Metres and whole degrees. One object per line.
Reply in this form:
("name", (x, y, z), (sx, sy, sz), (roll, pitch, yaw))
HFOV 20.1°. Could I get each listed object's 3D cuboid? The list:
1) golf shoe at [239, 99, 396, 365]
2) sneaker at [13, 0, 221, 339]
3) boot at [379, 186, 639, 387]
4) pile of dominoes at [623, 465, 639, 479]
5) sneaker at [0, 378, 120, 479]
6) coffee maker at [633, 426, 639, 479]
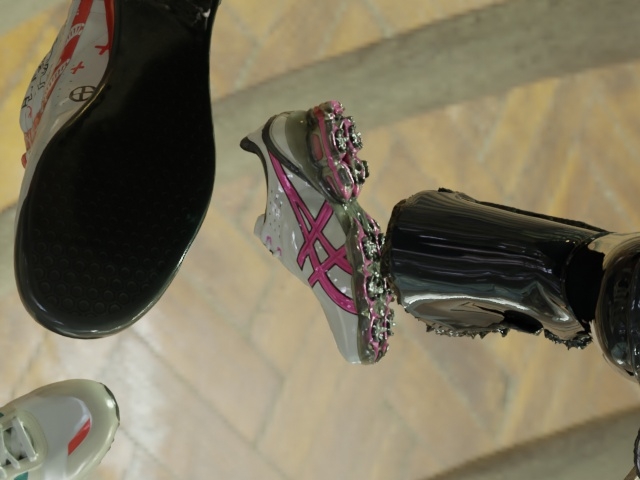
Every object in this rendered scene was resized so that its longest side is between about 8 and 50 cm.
("golf shoe", (0.000, 0.000, 1.262), (0.067, 0.086, 0.186), (-7, 83, -70))
("sneaker", (-0.116, -0.038, 0.956), (0.090, 0.145, 0.270), (17, 54, -15))
("boot", (0.127, 0.026, 1.044), (0.246, 0.207, 0.094), (7, 94, -69))
("pile of dominoes", (0.240, 0.282, 1.289), (0.196, 0.040, 0.251), (20, 98, -44))
("sneaker", (-0.179, 0.122, 0.928), (0.075, 0.161, 0.057), (3, 63, -86))
("coffee maker", (0.180, 0.017, 0.535), (0.120, 0.178, 0.171), (-1, 84, -14))
